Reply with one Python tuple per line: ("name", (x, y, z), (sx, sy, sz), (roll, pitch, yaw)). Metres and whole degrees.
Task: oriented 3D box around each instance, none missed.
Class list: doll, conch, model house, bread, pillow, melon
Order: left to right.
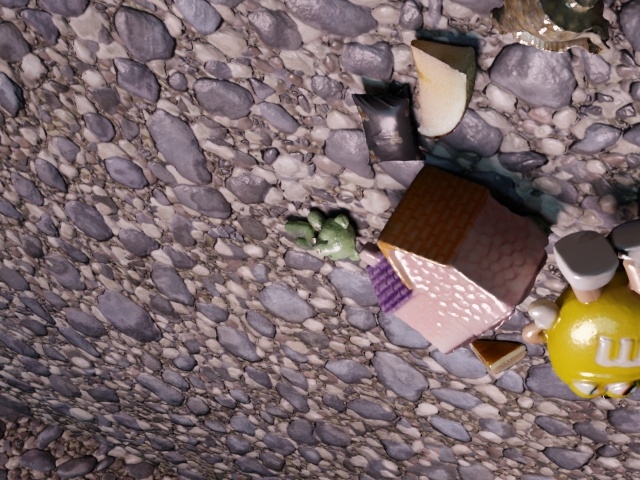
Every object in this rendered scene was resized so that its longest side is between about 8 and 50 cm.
("doll", (0.000, 0.000, 2.010), (0.150, 0.077, 0.115), (5, 132, 45))
("pillow", (0.106, -0.173, 1.719), (0.090, 0.048, 0.150), (11, 141, 25))
("melon", (0.179, -0.209, 1.624), (0.098, 0.054, 0.182), (17, 145, 22))
("model house", (0.202, 0.021, 1.801), (0.237, 0.202, 0.237), (36, 150, -6))
("bread", (0.332, 0.222, 2.104), (0.109, 0.062, 0.043), (-1, 138, 29))
("conch", (0.285, -0.278, 1.391), (0.155, 0.130, 0.207), (49, 156, -11))
("doll", (0.488, 0.110, 1.775), (0.348, 0.161, 0.423), (-24, 135, 30))
